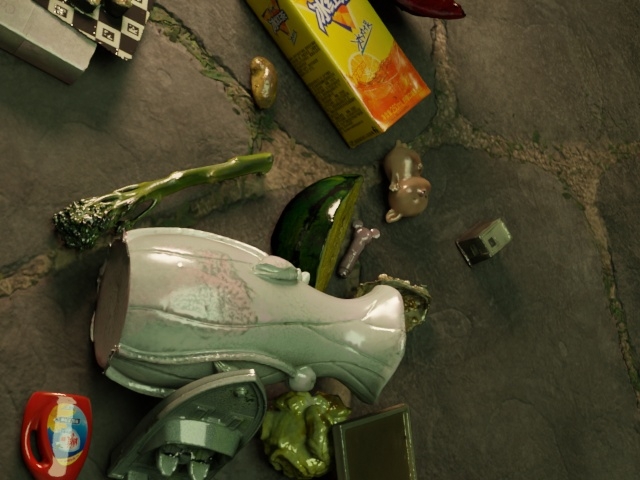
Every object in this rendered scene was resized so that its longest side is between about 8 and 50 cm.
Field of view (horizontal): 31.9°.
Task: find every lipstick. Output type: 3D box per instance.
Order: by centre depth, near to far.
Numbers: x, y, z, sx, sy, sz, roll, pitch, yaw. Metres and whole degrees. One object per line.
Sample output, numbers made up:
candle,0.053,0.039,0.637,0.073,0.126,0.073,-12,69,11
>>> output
lipstick,-0.485,-0.339,1.638,0.317,0.068,0.066,29,62,-23

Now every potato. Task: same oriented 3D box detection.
potato,-0.093,-0.266,1.884,0.046,0.045,0.092,-8,77,3

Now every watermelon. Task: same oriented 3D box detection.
watermelon,0.000,0.000,1.847,0.129,0.123,0.301,40,59,-43

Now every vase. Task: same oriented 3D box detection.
vase,-0.098,0.126,1.643,0.445,0.250,0.250,11,71,-22

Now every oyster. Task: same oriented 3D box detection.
oyster,0.123,0.109,1.916,0.177,0.056,0.105,-13,96,-34

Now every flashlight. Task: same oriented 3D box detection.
flashlight,0.059,0.018,1.914,0.052,0.031,0.110,27,65,3

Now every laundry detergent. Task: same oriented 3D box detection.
laundry detergent,-0.370,0.296,1.555,0.097,0.049,0.165,10,73,-23

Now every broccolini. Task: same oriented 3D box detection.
broccolini,-0.229,-0.062,1.739,0.392,0.074,0.079,-17,45,-36

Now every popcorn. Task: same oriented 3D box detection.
popcorn,-0.025,0.301,1.737,0.141,0.162,0.136,9,107,-7

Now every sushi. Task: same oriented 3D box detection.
sushi,-0.349,-0.393,1.717,0.210,0.040,0.193,31,41,-21

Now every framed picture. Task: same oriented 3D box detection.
framed picture,0.099,0.427,1.758,0.232,0.024,0.315,0,82,-58

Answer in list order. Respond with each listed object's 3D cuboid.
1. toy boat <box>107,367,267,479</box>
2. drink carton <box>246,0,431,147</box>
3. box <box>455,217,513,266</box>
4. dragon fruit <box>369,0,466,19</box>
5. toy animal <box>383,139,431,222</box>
toy boat,-0.171,0.267,1.536,0.141,0.319,0.092,20,42,-27
drink carton,0.023,-0.348,1.939,0.154,0.111,0.351,-42,101,-34
box,0.304,0.000,2.055,0.084,0.063,0.060,-36,96,-35
dragon fruit,0.088,-0.499,1.963,0.100,0.282,0.343,-48,130,-3
toy animal,0.152,-0.105,1.983,0.083,0.089,0.150,-1,80,-10
